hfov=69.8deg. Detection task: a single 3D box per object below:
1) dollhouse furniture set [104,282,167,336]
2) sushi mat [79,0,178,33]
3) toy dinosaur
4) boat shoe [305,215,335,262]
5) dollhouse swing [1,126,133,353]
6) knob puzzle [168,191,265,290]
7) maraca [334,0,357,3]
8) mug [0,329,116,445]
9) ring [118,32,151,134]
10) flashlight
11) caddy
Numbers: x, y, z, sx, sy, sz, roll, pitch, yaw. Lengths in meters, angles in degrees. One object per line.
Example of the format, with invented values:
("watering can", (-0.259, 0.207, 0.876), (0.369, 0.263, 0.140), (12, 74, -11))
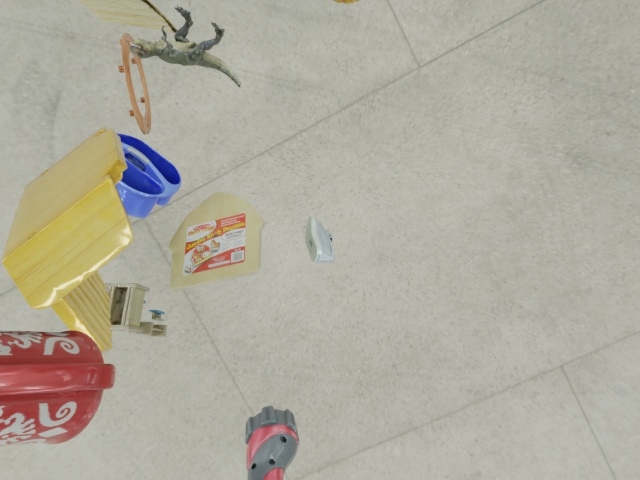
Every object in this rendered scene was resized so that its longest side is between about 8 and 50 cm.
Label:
("dollhouse furniture set", (-0.555, 0.209, 1.355), (0.128, 0.184, 0.130), (-1, 72, 14))
("sushi mat", (-0.543, -0.629, 1.249), (0.316, 0.151, 0.019), (21, 84, 26))
("toy dinosaur", (-0.272, -0.419, 0.984), (0.064, 0.268, 0.118), (51, 125, 36))
("boat shoe", (0.000, 0.000, 1.533), (0.081, 0.228, 0.079), (10, 124, -18))
("dollhouse swing", (-0.451, 0.003, 0.969), (0.315, 0.347, 0.305), (-39, 126, -3))
("knob puzzle", (-0.189, -0.006, 0.850), (0.213, 0.030, 0.213), (-9, 58, 15))
("maraca", (0.075, -0.623, 1.110), (0.185, 0.127, 0.099), (-1, 103, -36))
("mug", (-0.285, 0.119, 0.406), (0.150, 0.169, 0.113), (-37, 65, 6))
("ring", (-0.645, -0.537, 1.593), (0.032, 0.336, 0.337), (-8, 98, -9))
("flashlight", (-0.070, 0.412, 0.744), (0.103, 0.304, 0.103), (22, 107, -19))
("caddy", (-0.669, -0.247, 1.645), (0.341, 0.241, 0.179), (37, 126, 1))
